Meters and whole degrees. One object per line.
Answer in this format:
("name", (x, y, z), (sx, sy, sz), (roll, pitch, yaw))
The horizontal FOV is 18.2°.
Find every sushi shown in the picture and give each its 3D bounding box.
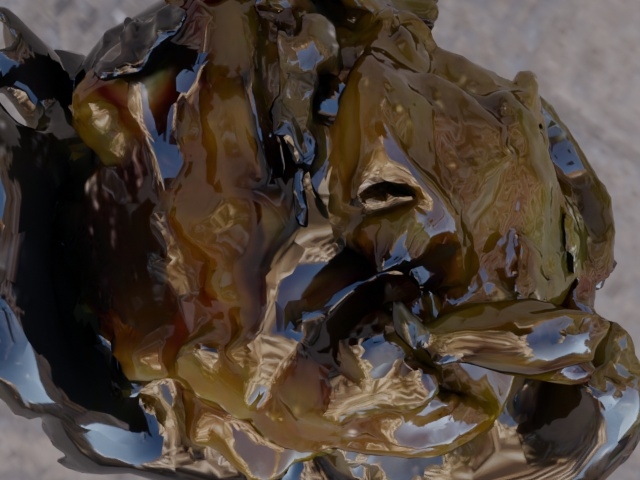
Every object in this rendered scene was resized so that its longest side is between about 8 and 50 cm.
("sushi", (-0.002, 0.000, 0.680), (0.204, 0.213, 0.200), (-16, 166, 17))
